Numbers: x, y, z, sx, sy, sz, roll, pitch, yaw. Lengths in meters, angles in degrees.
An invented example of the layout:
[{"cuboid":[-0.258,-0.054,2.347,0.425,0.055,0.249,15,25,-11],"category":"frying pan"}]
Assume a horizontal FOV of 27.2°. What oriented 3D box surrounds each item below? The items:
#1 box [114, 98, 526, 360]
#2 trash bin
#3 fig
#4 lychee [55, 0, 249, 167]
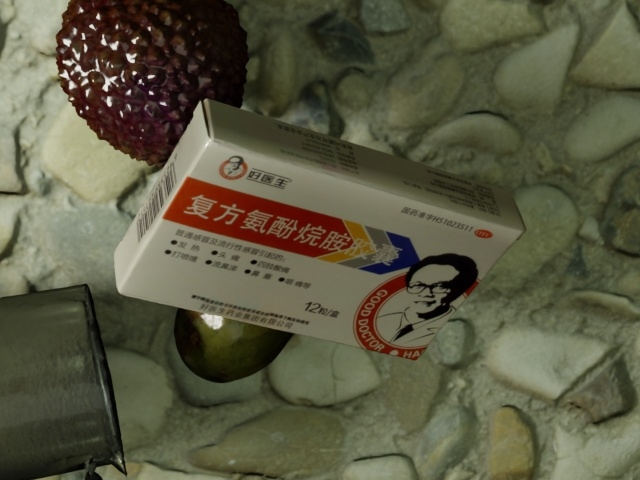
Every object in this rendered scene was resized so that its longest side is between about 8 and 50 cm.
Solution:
[{"cuboid":[0.000,0.000,1.311,0.353,0.069,0.214,14,130,-28],"category":"box"},{"cuboid":[-0.367,0.160,1.374,0.301,0.203,0.252,-9,76,-8],"category":"trash bin"},{"cuboid":[-0.078,0.072,1.457,0.126,0.185,0.133,20,125,23],"category":"fig"},{"cuboid":[-0.164,-0.169,1.263,0.188,0.188,0.188,-4,116,-9],"category":"lychee"}]
